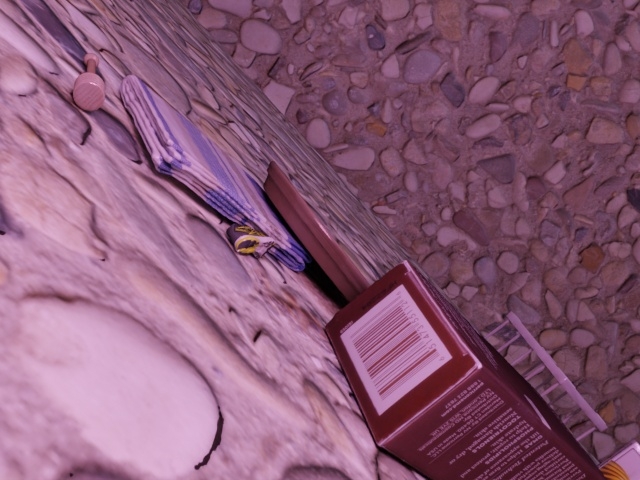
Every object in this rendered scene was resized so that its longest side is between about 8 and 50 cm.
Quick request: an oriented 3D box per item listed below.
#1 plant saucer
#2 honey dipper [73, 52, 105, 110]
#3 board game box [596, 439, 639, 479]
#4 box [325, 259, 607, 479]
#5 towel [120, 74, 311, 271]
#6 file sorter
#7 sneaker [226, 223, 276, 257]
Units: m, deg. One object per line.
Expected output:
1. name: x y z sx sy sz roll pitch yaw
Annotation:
1. plant saucer: 0.000 0.000 0.902 0.278 0.041 0.278 52 2 -3
2. honey dipper: -0.251 -0.181 0.651 0.030 0.030 0.161 42 10 -34
3. board game box: 0.541 0.507 0.956 0.305 0.193 0.053 53 10 25
4. box: 0.192 0.213 0.744 0.381 0.143 0.191 43 11 -36
5. towel: -0.133 -0.082 0.773 0.285 0.034 0.209 41 10 -47
6. file sorter: 0.496 0.349 1.422 0.193 0.173 0.278 45 11 -23
7. sneaker: -0.080 -0.003 0.698 0.035 0.031 0.083 51 10 17
